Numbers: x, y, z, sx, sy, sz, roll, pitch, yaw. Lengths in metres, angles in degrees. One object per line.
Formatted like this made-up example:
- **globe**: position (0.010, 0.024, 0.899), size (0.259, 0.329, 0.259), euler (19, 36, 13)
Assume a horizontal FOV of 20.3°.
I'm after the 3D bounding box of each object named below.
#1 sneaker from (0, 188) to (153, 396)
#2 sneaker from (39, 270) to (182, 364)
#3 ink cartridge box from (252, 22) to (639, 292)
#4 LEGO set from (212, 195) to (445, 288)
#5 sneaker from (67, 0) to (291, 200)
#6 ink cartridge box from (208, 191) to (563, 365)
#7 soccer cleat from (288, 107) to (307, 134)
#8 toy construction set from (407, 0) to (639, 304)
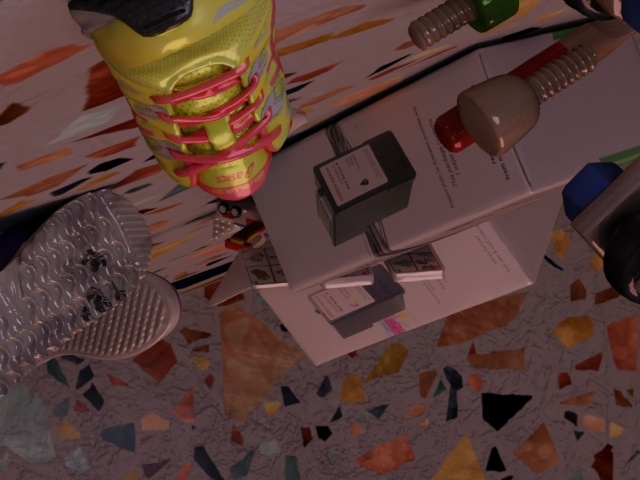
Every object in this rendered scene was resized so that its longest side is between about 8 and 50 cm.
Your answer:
- **sneaker**: position (-0.266, 0.068, 1.322), size (0.293, 0.102, 0.146), euler (-31, -172, -34)
- **sneaker**: position (-0.236, 0.069, 1.994), size (0.282, 0.102, 0.161), euler (-10, -172, 38)
- **ink cartridge box**: position (0.112, -0.070, 1.498), size (0.211, 0.121, 0.289), euler (-19, 177, -45)
- **LEGO set**: position (0.000, 0.000, 1.710), size (0.183, 0.060, 0.244), euler (-4, -154, -11)
- **sneaker**: position (-0.045, -0.065, 0.752), size (0.081, 0.094, 0.208), euler (-20, 176, 2)
- **ink cartridge box**: position (0.072, 0.001, 1.873), size (0.353, 0.119, 0.207), euler (-22, -156, 34)
- **soccer cleat**: position (-0.045, -0.073, 1.273), size (0.083, 0.029, 0.036), euler (-29, 169, 36)
- **toy construction set**: position (0.212, -0.109, 0.912), size (0.237, 0.257, 0.309), euler (-33, -159, -14)
